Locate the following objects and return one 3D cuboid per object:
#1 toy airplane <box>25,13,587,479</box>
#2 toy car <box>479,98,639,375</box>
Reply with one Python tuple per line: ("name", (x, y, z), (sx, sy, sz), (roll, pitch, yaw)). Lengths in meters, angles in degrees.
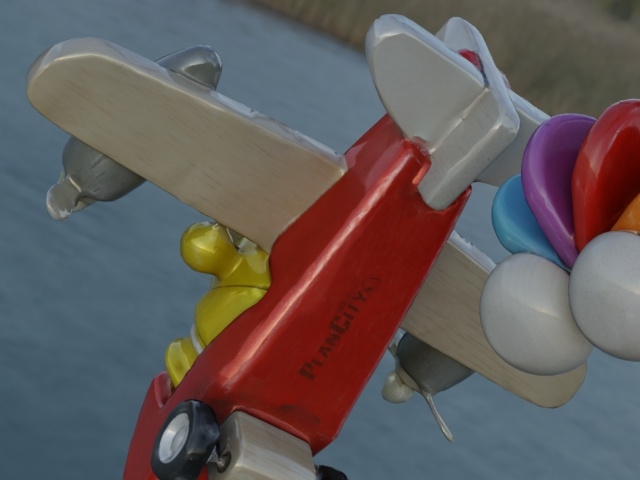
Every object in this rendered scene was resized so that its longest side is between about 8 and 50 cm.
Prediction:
("toy airplane", (0.000, 0.000, 1.231), (0.384, 0.386, 0.272), (-17, 22, -16))
("toy car", (0.170, -0.012, 0.976), (0.159, 0.136, 0.182), (-31, 9, -35))
